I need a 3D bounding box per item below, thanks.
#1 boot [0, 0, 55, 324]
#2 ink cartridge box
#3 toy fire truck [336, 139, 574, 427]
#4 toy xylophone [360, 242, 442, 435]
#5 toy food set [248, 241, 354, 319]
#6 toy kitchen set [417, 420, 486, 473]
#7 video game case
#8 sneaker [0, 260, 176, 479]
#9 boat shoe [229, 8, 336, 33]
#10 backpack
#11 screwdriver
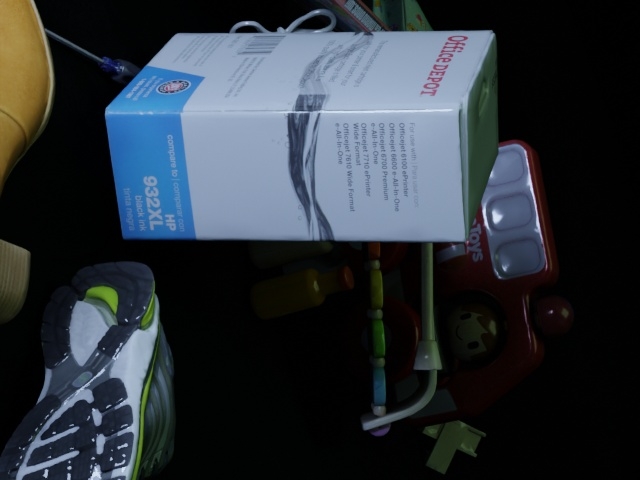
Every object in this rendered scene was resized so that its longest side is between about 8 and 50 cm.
[{"bbox_3d":[-0.268,-0.090,1.119,0.211,0.104,0.295,29,54,-65],"label":"boot"},{"bbox_3d":[-0.006,-0.096,1.515,0.223,0.307,0.129,-62,150,-64],"label":"ink cartridge box"},{"bbox_3d":[0.155,0.051,1.968,0.169,0.254,0.302,28,50,-65],"label":"toy fire truck"},{"bbox_3d":[0.075,0.041,1.788,0.236,0.081,0.323,90,-3,-80],"label":"toy xylophone"},{"bbox_3d":[0.000,0.000,1.799,0.232,0.104,0.111,-36,110,-70],"label":"toy food set"},{"bbox_3d":[0.147,0.252,2.154,0.083,0.075,0.068,28,84,-23],"label":"toy kitchen set"},{"bbox_3d":[-0.016,-0.283,1.867,0.204,0.025,0.285,37,1,33],"label":"video game case"},{"bbox_3d":[-0.155,0.152,1.262,0.300,0.111,0.121,-79,153,-47],"label":"sneaker"},{"bbox_3d":[-0.034,-0.173,1.830,0.156,0.136,0.367,62,28,-9],"label":"boat shoe"},{"bbox_3d":[0.088,-0.208,2.146,0.188,0.144,0.166,61,18,-44],"label":"backpack"},{"bbox_3d":[-0.200,-0.163,1.499,0.025,0.024,0.170,52,13,31],"label":"screwdriver"}]
